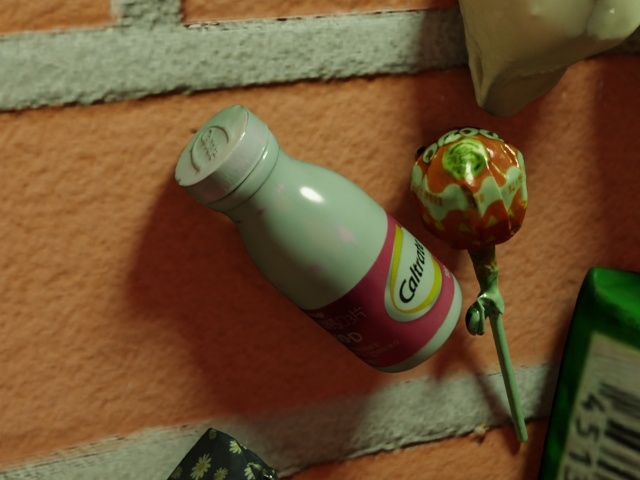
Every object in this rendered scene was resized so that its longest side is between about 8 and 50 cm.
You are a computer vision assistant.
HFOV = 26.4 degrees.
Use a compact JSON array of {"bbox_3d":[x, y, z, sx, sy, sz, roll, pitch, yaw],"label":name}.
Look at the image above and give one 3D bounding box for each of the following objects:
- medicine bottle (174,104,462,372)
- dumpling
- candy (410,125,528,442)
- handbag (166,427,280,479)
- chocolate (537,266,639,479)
[{"bbox_3d":[0.000,0.000,0.930,0.217,0.090,0.090,41,84,-29],"label":"medicine bottle"},{"bbox_3d":[0.177,-0.192,0.957,0.166,0.126,0.216,-23,118,-42],"label":"dumpling"},{"bbox_3d":[0.128,0.042,1.031,0.078,0.084,0.287,-25,124,-15],"label":"candy"},{"bbox_3d":[-0.057,0.213,0.935,0.115,0.139,0.072,-51,127,-6],"label":"handbag"},{"bbox_3d":[0.344,0.220,1.123,0.341,0.161,0.360,5,102,-31],"label":"chocolate"}]
